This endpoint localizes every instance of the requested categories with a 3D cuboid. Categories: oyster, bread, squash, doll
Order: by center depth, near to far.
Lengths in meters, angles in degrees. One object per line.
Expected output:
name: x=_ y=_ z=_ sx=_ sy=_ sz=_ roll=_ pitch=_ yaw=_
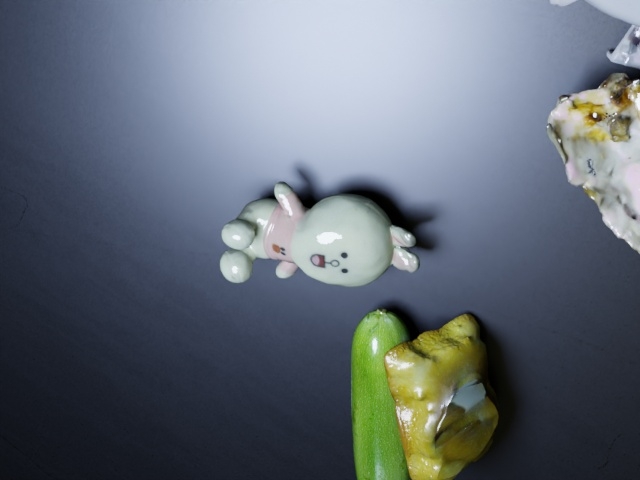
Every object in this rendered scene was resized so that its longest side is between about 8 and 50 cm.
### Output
oyster: x=0.428 y=-0.063 z=1.190 sx=0.201 sy=0.107 sz=0.355 roll=-35 pitch=96 yaw=38
doll: x=-0.001 y=-0.007 z=1.358 sx=0.274 sy=0.113 sz=0.155 roll=0 pitch=125 yaw=9
bread: x=0.181 y=0.232 z=1.395 sx=0.160 sy=0.088 sz=0.233 roll=-20 pitch=117 yaw=-16
squash: x=0.093 y=0.271 z=1.471 sx=0.101 sy=0.101 sz=0.379 roll=5 pitch=118 yaw=14

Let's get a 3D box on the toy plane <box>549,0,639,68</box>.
toy plane: x=0.371 y=-0.291 z=1.100 sx=0.244 sy=0.117 sz=0.245 roll=11 pitch=135 yaw=11
